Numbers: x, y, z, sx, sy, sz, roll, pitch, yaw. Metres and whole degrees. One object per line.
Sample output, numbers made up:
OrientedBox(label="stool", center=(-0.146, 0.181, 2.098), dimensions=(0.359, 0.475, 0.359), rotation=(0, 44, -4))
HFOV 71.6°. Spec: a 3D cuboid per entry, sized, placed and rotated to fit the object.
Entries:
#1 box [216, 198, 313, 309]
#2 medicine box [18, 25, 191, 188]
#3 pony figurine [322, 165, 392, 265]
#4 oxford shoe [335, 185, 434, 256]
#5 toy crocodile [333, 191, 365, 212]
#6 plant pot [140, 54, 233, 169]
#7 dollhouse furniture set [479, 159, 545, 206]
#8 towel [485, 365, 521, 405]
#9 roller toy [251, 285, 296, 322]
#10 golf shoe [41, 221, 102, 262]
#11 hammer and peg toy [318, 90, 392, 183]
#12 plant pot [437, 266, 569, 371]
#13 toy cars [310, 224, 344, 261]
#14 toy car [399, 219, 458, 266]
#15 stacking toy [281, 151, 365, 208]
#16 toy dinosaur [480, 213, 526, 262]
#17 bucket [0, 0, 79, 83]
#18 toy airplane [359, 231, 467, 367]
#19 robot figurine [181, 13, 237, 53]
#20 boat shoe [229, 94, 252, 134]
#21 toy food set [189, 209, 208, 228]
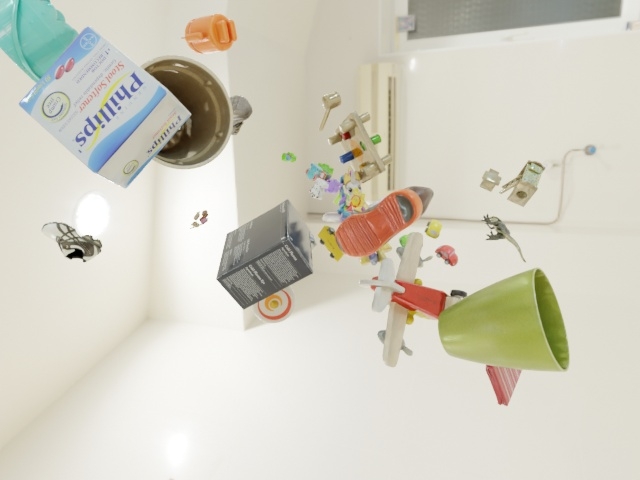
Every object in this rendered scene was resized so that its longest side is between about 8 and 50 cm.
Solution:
OrientedBox(label="box", center=(-0.208, 0.046, 1.724), dimensions=(0.179, 0.313, 0.343), rotation=(55, -166, -27))
OrientedBox(label="medicine box", center=(-0.534, -0.329, 1.117), dimensions=(0.263, 0.289, 0.149), rotation=(-50, -11, -3))
OrientedBox(label="pony figurine", center=(0.171, -0.083, 1.790), dimensions=(0.351, 0.303, 0.363), rotation=(76, 177, -73))
OrientedBox(label="oxford shoe", center=(0.135, -0.037, 0.965), dimensions=(0.098, 0.271, 0.096), rotation=(-27, -91, -40))
OrientedBox(label="toy crocodile", center=(0.206, -0.120, 2.177), dimensions=(0.340, 0.115, 0.105), rotation=(42, -156, -19))
OrientedBox(label="plant pot", center=(-0.502, -0.402, 1.457), dimensions=(0.334, 0.305, 0.333), rotation=(-7, -79, -34))
OrientedBox(label="dollhouse furniture set", center=(0.630, -0.233, 1.439), dimensions=(0.182, 0.161, 0.101), rotation=(-56, -13, -31))
OrientedBox(label="towel", center=(0.626, 0.384, 1.471), dimensions=(0.275, 0.031, 0.198), rotation=(-46, -59, -35))
OrientedBox(label="roller toy", center=(-0.207, 0.252, 1.918), dimensions=(0.209, 0.191, 0.146), rotation=(58, 177, -17))
OrientedBox(label="golf shoe", center=(-0.806, 0.006, 1.412), dimensions=(0.094, 0.198, 0.077), rotation=(-71, 1, -48))
OrientedBox(label="hammer and peg toy", center=(0.127, -0.408, 1.765), dimensions=(0.361, 0.127, 0.266), rotation=(62, 167, -2))
OrientedBox(label="plant pot", center=(0.496, 0.242, 1.247), dimensions=(0.275, 0.294, 0.274), rotation=(27, -126, -44))
OrientedBox(label="toy cars", center=(0.000, 0.000, 2.326), dimensions=(0.087, 0.394, 0.176), rotation=(-7, -78, -47))
OrientedBox(label="toy car", center=(0.425, -0.002, 1.774), dimensions=(0.053, 0.225, 0.239), rotation=(111, 152, -47))
OrientedBox(label="stacking toy", center=(0.004, -0.169, 1.235), dimensions=(0.167, 0.221, 0.052), rotation=(8, -61, -46))
OrientedBox(label="toy dinosaur", center=(0.642, -0.031, 1.595), dimensions=(0.064, 0.118, 0.268), rotation=(-59, 24, 31))
OrientedBox(label="bucket", center=(-0.812, -0.589, 1.289), dimensions=(0.183, 0.281, 0.281), rotation=(-40, -33, -5))
OrientedBox(label="toy airplane", center=(0.304, 0.209, 1.619), dimensions=(0.386, 0.272, 0.384), rotation=(-29, -87, -23))
OrientedBox(label="robot figurine", center=(-0.407, -0.757, 1.633), dimensions=(0.128, 0.219, 0.158), rotation=(45, -120, -51))
OrientedBox(label="boat shoe", center=(-0.391, -0.541, 1.943), dimensions=(0.130, 0.355, 0.132), rotation=(47, -110, -36))
OrientedBox(label="toy food set", center=(-0.474, -0.083, 1.762), dimensions=(0.122, 0.078, 0.019), rotation=(-85, -28, -52))
